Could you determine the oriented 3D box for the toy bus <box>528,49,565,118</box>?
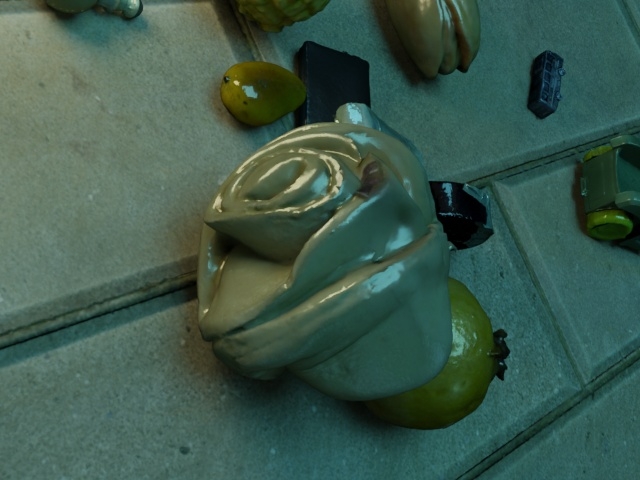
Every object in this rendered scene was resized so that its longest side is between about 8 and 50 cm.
[{"bbox_3d":[0.494,-0.344,1.873,0.065,0.047,0.166,30,55,-21],"label":"toy bus"}]

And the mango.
[{"bbox_3d":[-0.087,-0.229,1.330,0.161,0.076,0.103,-16,77,-46],"label":"mango"}]

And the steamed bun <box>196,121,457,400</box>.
[{"bbox_3d":[0.000,0.000,1.103,0.255,0.342,0.367,74,15,-46],"label":"steamed bun"}]

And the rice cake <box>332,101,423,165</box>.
[{"bbox_3d":[0.093,-0.153,1.350,0.336,0.063,0.066,6,64,-70],"label":"rice cake"}]

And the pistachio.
[{"bbox_3d":[0.205,-0.446,1.611,0.162,0.181,0.293,-20,79,-5],"label":"pistachio"}]

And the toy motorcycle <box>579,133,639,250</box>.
[{"bbox_3d":[0.720,-0.082,1.839,0.326,0.200,0.191,23,57,-28],"label":"toy motorcycle"}]

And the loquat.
[{"bbox_3d":[0.160,0.162,1.251,0.244,0.244,0.244,17,61,-33],"label":"loquat"}]

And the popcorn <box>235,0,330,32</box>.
[{"bbox_3d":[-0.070,-0.448,1.341,0.225,0.249,0.249,59,33,-55],"label":"popcorn"}]

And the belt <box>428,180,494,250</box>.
[{"bbox_3d":[0.206,-0.040,1.430,0.198,0.151,0.078,13,62,-37],"label":"belt"}]

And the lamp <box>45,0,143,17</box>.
[{"bbox_3d":[-0.316,-0.351,1.201,0.163,0.091,0.091,12,62,-54],"label":"lamp"}]

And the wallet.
[{"bbox_3d":[0.024,-0.221,1.438,0.149,0.044,0.250,12,65,-32],"label":"wallet"}]
